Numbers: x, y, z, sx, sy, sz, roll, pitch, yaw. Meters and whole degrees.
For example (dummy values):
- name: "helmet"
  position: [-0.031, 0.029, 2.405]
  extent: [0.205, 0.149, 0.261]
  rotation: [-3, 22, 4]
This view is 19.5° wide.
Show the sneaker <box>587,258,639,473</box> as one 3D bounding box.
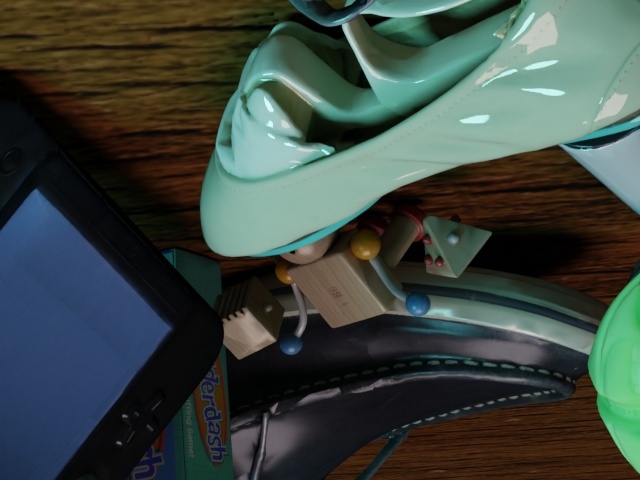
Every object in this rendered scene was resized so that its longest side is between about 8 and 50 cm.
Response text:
- name: "sneaker"
  position: [0.359, -0.004, 0.864]
  extent: [0.482, 0.185, 0.202]
  rotation: [-9, -166, 4]

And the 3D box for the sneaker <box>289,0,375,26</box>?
- name: "sneaker"
  position: [0.019, -0.108, 0.437]
  extent: [0.299, 0.112, 0.121]
  rotation: [-4, 164, -2]

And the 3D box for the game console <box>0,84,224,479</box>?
- name: "game console"
  position: [-0.116, 0.119, 0.804]
  extent: [0.173, 0.250, 0.293]
  rotation: [33, 170, 27]

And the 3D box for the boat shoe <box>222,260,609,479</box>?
- name: "boat shoe"
  position: [-0.051, 0.118, 1.138]
  extent: [0.500, 0.156, 0.187]
  rotation: [-13, 160, 27]

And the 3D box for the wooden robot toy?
- name: "wooden robot toy"
  position: [0.000, 0.000, 0.941]
  extent: [0.173, 0.076, 0.079]
  rotation: [-19, 123, 43]

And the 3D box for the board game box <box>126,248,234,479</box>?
- name: "board game box"
  position: [-0.148, 0.104, 1.052]
  extent: [0.210, 0.160, 0.047]
  rotation: [-13, 162, 31]

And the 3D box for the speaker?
- name: "speaker"
  position: [0.135, -0.046, 0.785]
  extent: [0.055, 0.055, 0.136]
  rotation: [-11, 163, 23]

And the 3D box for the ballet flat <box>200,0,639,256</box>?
- name: "ballet flat"
  position: [0.021, -0.060, 0.697]
  extent: [0.248, 0.086, 0.086]
  rotation: [-20, 157, 41]
